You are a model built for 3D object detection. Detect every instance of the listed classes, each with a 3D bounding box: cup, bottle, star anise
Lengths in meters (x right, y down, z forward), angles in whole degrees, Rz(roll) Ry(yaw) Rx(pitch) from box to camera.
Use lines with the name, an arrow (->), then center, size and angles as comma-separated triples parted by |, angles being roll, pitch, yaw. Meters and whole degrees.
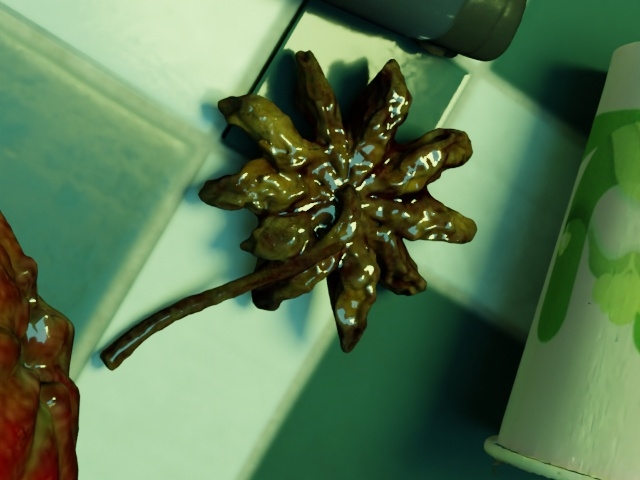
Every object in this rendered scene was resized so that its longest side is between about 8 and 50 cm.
cup -> 0.248, 0.030, 0.823 | 0.253, 0.253, 0.273 | 13, 88, -23
bottle -> 0.007, -0.169, 0.772 | 0.245, 0.072, 0.082 | 19, 135, -23
star anise -> -0.002, 0.002, 0.802 | 0.177, 0.073, 0.233 | 25, 97, -15

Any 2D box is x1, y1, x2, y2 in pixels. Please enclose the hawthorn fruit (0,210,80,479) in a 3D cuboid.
hawthorn fruit -> -0.270, 0.078, 0.636 | 0.300, 0.254, 0.254 | -9, 104, 5
